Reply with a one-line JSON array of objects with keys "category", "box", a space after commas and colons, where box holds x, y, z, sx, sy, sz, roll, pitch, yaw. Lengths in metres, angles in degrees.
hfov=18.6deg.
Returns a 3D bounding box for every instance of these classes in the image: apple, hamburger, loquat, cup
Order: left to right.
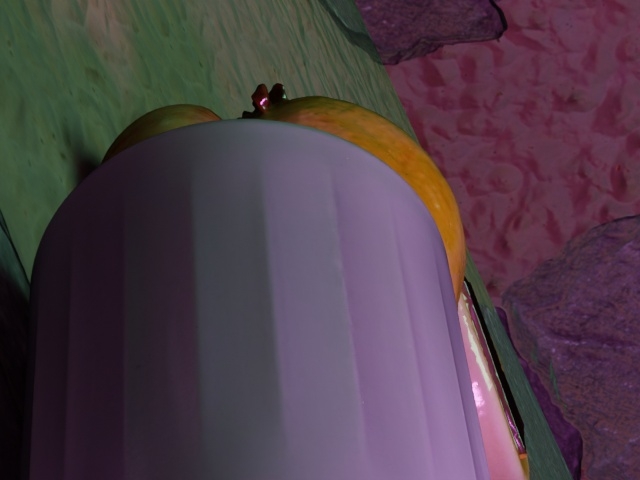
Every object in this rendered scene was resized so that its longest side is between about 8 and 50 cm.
[{"category": "apple", "box": [-0.098, -0.032, 1.351, 0.126, 0.102, 0.126, -18, 90, -76]}, {"category": "cup", "box": [-0.038, 0.139, 1.029, 0.327, 0.237, 0.323, -99, -168, -54]}, {"category": "loquat", "box": [0.000, 0.000, 1.491, 0.238, 0.193, 0.238, 22, 47, -27]}, {"category": "hamburger", "box": [0.070, 0.121, 1.708, 0.302, 0.170, 0.302, -20, 90, -83]}]
